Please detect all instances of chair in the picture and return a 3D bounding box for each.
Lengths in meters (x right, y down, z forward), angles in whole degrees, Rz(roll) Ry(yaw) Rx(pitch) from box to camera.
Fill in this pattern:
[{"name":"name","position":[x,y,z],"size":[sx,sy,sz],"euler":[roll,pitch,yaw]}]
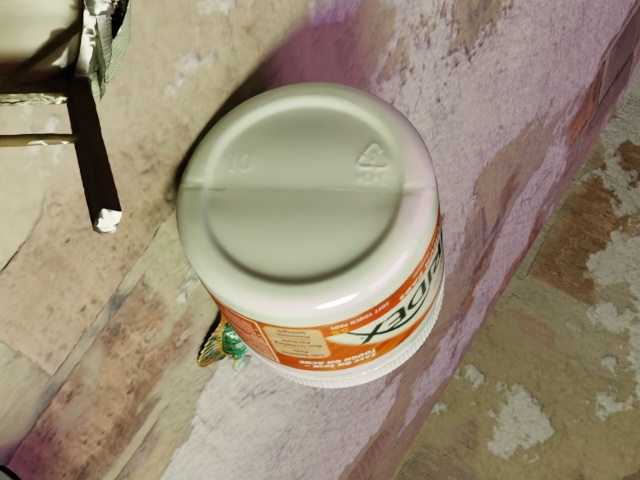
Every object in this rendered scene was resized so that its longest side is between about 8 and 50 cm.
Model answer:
[{"name":"chair","position":[-0.194,-0.150,0.541],"size":[0.186,0.319,0.160],"euler":[-2,129,-14]}]

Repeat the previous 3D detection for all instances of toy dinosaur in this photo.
[{"name":"toy dinosaur","position":[-0.114,0.118,1.182],"size":[0.106,0.044,0.187],"euler":[-49,162,10]}]

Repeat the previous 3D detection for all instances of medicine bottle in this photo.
[{"name":"medicine bottle","position":[0.000,0.000,0.996],"size":[0.252,0.252,0.241],"euler":[-56,159,-16]}]

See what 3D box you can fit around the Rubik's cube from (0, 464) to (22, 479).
[{"name":"Rubik's cube","position":[-0.296,0.387,0.746],"size":[0.293,0.288,0.283],"euler":[-12,128,-66]}]
